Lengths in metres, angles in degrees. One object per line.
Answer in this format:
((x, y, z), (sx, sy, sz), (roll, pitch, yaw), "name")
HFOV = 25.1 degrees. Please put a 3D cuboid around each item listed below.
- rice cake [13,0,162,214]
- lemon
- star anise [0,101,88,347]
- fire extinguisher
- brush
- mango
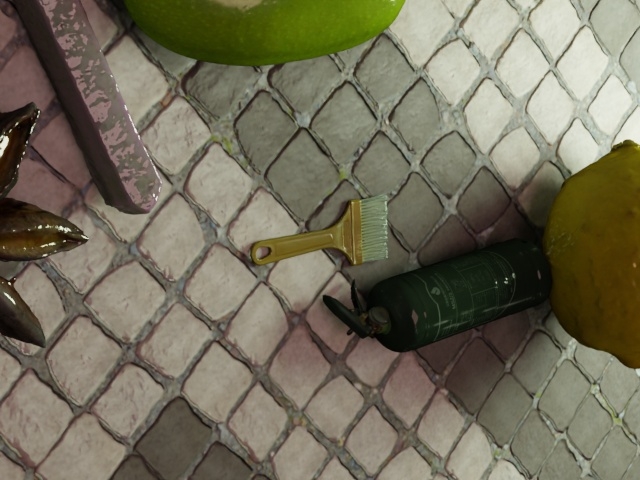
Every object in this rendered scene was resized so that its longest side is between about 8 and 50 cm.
((-0.250, -0.186, 1.459), (0.056, 0.072, 0.365), (-33, 116, -26), "rice cake")
((0.418, 0.014, 1.906), (0.253, 0.253, 0.310), (10, 78, -39), "lemon")
((-0.381, -0.001, 1.369), (0.331, 0.117, 0.332), (-2, 95, -31), "star anise")
((0.148, 0.070, 1.809), (0.311, 0.095, 0.114), (-18, 73, -35), "fire extinguisher")
((0.000, 0.000, 1.728), (0.205, 0.011, 0.083), (-12, 108, -35), "brush")
((-0.054, -0.283, 1.532), (0.343, 0.156, 0.192), (-16, 107, -32), "mango")
